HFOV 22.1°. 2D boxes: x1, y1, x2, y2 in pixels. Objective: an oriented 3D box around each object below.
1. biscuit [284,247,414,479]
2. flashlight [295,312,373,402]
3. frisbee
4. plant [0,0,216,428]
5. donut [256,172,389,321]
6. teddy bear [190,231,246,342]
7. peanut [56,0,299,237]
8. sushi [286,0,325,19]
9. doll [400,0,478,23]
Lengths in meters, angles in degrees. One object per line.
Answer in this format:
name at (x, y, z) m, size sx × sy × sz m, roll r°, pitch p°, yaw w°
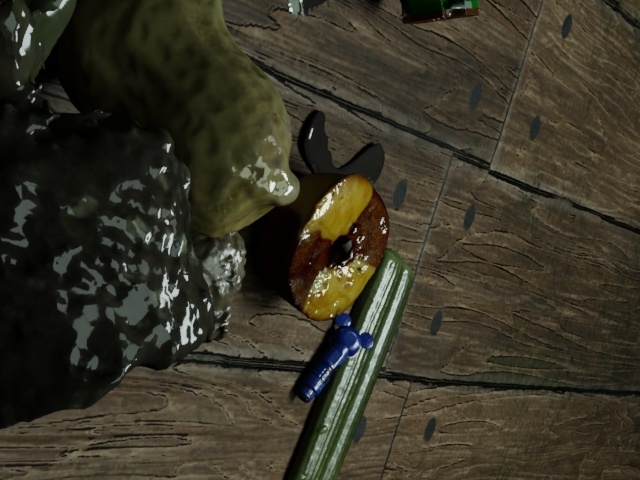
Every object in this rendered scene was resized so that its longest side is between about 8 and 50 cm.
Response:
biscuit at (0.044, 0.164, 2.027) m, size 0.099 × 0.038 × 0.322 m, roll 38°, pitch 72°, yaw -59°
flashlight at (0.011, 0.145, 1.954) m, size 0.121 × 0.057 × 0.035 m, roll -51°, pitch -175°, yaw -26°
frisbee at (0.010, -0.043, 1.854) m, size 0.211 × 0.012 × 0.187 m, roll 12°, pitch 96°, yaw -64°
plant at (-0.217, -0.035, 1.181) m, size 0.213 × 0.215 × 0.312 m, roll -27°, pitch 102°, yaw -32°
donut at (0.000, 0.000, 1.777) m, size 0.184 × 0.073 × 0.166 m, roll 23°, pitch 90°, yaw -59°
teddy bear at (-0.157, 0.019, 1.373) m, size 0.140 × 0.190 × 0.177 m, roll -29°, pitch 124°, yaw -75°
peanut at (-0.124, -0.128, 1.317) m, size 0.159 × 0.291 × 0.143 m, roll -24°, pitch 155°, yaw 1°
sushi at (0.022, -0.352, 1.623) m, size 0.279 × 0.043 × 0.192 m, roll -40°, pitch 124°, yaw -36°
doll at (0.120, -0.322, 1.786) m, size 0.134 × 0.106 × 0.186 m, roll -58°, pitch 135°, yaw -46°
